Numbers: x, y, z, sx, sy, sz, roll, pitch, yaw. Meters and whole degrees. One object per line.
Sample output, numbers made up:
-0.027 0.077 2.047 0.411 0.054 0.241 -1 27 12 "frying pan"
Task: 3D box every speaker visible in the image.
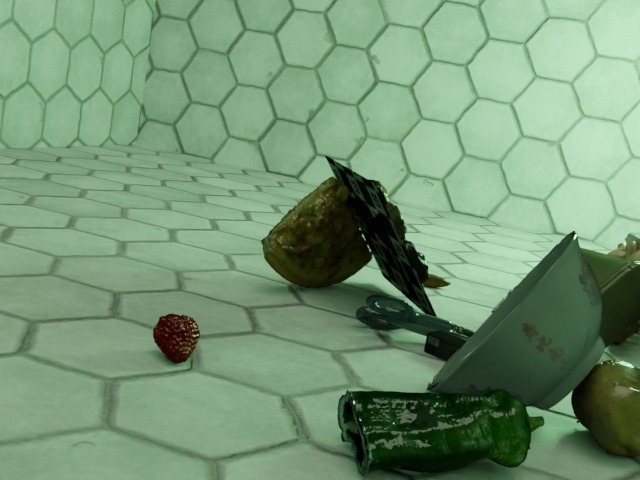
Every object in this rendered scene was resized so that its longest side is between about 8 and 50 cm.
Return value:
0.276 0.213 1.486 0.046 0.040 0.191 -2 17 -45 "speaker"

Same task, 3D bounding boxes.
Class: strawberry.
-0.223 0.154 1.279 0.073 0.073 0.083 6 25 -19 "strawberry"

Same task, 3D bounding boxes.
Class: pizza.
0.002 0.030 1.859 0.087 0.268 0.258 26 61 41 "pizza"

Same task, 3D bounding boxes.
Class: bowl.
0.338 0.161 1.287 0.157 0.345 0.345 42 18 10 "bowl"

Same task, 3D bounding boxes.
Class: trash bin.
0.581 0.119 1.824 0.243 0.121 0.247 -37 21 -9 "trash bin"

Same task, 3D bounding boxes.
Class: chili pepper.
0.168 0.246 1.069 0.270 0.099 0.136 3 3 -13 "chili pepper"

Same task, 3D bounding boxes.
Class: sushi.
0.156 -0.022 1.802 0.064 0.359 0.343 -29 22 -7 "sushi"

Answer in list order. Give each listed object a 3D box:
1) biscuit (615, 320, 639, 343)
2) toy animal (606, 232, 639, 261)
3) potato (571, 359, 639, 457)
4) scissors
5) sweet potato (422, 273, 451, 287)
0.777 0.140 1.901 0.047 0.216 0.339 36 46 27 "biscuit"
0.838 0.089 2.180 0.195 0.213 0.256 -3 18 -14 "toy animal"
0.449 0.251 1.236 0.137 0.137 0.176 10 14 -3 "potato"
0.214 0.167 1.595 0.289 0.041 0.138 18 -30 -7 "scissors"
0.286 0.102 2.082 0.095 0.034 0.034 9 11 1 "sweet potato"
